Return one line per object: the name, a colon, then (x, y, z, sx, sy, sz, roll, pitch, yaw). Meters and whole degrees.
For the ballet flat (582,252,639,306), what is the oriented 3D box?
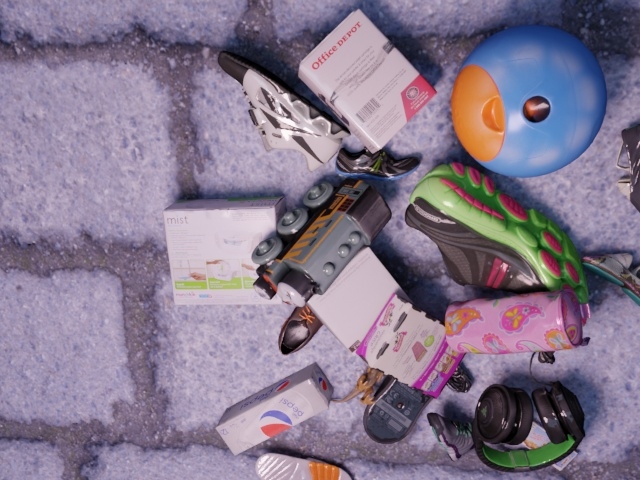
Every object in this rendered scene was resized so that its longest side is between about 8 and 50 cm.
ballet flat: (0.668, 0.078, 1.492, 0.221, 0.077, 0.079, 35, 90, -7)

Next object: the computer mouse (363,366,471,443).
computer mouse: (0.212, 0.370, 1.651, 0.188, 0.072, 0.272, 41, 96, -2)

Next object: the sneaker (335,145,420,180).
sneaker: (0.124, -0.174, 1.505, 0.188, 0.067, 0.078, 3, 110, 10)

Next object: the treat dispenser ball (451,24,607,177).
treat dispenser ball: (0.396, -0.265, 1.320, 0.288, 0.288, 0.288, 2, 106, 9)

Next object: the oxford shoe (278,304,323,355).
oxford shoe: (-0.011, 0.161, 1.606, 0.097, 0.098, 0.271, 31, 108, 0)

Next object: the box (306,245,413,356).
box: (0.072, 0.122, 1.523, 0.181, 0.119, 0.182, -41, 111, -7)

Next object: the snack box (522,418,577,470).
snack box: (0.524, 0.477, 1.648, 0.178, 0.022, 0.064, 36, 108, -2)

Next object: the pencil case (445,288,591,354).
pencil case: (0.396, 0.169, 1.409, 0.284, 0.124, 0.124, -14, 105, 42)

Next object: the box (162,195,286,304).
box: (-0.210, 0.023, 1.586, 0.262, 0.127, 0.231, -2, 105, 10)

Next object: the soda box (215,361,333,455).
soda box: (-0.112, 0.416, 1.697, 0.286, 0.098, 0.091, -30, 99, 15)

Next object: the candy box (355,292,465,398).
candy box: (0.208, 0.234, 1.510, 0.233, 0.071, 0.159, 32, 91, -36)

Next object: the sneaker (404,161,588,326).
sneaker: (0.387, 0.025, 1.489, 0.483, 0.185, 0.202, 40, 139, -7)

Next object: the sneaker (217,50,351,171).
sneaker: (-0.107, -0.274, 1.486, 0.330, 0.122, 0.146, 38, 106, -2)

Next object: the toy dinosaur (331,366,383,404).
toy dinosaur: (0.102, 0.352, 1.649, 0.064, 0.112, 0.211, 43, 101, -5)

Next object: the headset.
headset: (0.463, 0.361, 1.530, 0.243, 0.185, 0.394, -3, 130, -2)

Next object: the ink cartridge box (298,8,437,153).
ink cartridge box: (0.093, -0.327, 1.428, 0.172, 0.100, 0.237, -45, 95, -1)

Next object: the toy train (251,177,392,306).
toy train: (0.000, 0.000, 1.455, 0.334, 0.190, 0.142, -49, 125, -21)

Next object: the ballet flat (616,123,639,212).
ballet flat: (0.654, -0.143, 1.432, 0.074, 0.074, 0.203, -7, 111, 11)

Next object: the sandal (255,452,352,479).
sandal: (-0.040, 0.590, 1.745, 0.265, 0.076, 0.102, 24, 87, -10)

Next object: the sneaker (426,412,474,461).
sneaker: (0.317, 0.440, 1.608, 0.098, 0.083, 0.224, -28, 142, 5)
